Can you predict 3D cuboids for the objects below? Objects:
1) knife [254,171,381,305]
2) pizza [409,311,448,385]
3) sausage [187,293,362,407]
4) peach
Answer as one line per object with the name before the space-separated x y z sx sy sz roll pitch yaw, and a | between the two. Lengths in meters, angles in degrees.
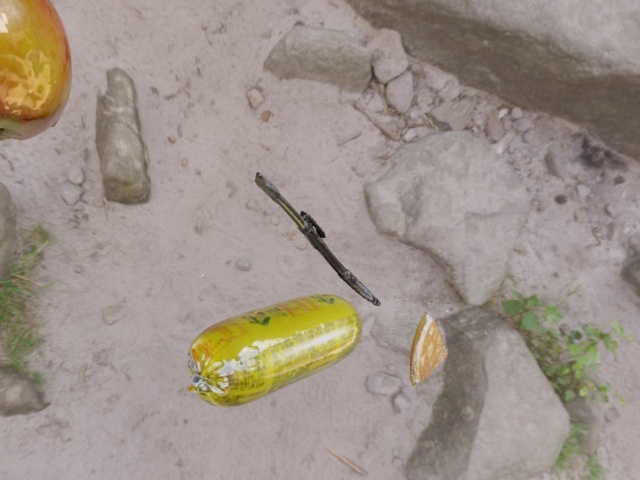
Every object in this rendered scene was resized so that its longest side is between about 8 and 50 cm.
knife | -0.002 -0.001 0.595 0.021 0.045 0.222 -47 114 -10
pizza | 0.154 0.175 0.779 0.099 0.029 0.100 -54 128 -29
sausage | -0.055 0.156 0.777 0.347 0.123 0.123 -10 88 -49
peach | -0.324 -0.177 0.437 0.197 0.197 0.197 1 86 -13
